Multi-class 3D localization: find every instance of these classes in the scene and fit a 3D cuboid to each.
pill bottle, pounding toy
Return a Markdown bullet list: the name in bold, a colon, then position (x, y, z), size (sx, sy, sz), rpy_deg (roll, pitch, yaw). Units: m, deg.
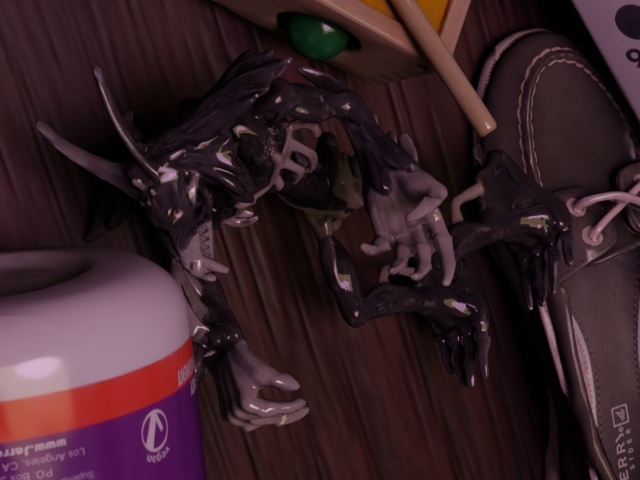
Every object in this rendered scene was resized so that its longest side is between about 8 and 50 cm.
- **pill bottle**: position (-0.133, 0.173, 0.862), size (0.181, 0.181, 0.323), rpy_deg (-12, 103, -29)
- **pounding toy**: position (0.028, -0.135, 0.951), size (0.130, 0.100, 0.141), rpy_deg (26, 75, -26)

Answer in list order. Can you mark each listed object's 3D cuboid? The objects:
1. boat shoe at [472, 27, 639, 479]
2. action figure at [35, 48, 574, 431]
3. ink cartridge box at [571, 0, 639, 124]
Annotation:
- **boat shoe**: position (0.168, 0.046, 1.077), size (0.112, 0.095, 0.335), rpy_deg (-19, 106, -28)
- **action figure**: position (0.000, 0.000, 0.935), size (0.275, 0.164, 0.141), rpy_deg (13, 46, -38)
- **ink cartridge box**: position (0.168, -0.203, 1.033), size (0.333, 0.065, 0.165), rpy_deg (57, 45, -25)
